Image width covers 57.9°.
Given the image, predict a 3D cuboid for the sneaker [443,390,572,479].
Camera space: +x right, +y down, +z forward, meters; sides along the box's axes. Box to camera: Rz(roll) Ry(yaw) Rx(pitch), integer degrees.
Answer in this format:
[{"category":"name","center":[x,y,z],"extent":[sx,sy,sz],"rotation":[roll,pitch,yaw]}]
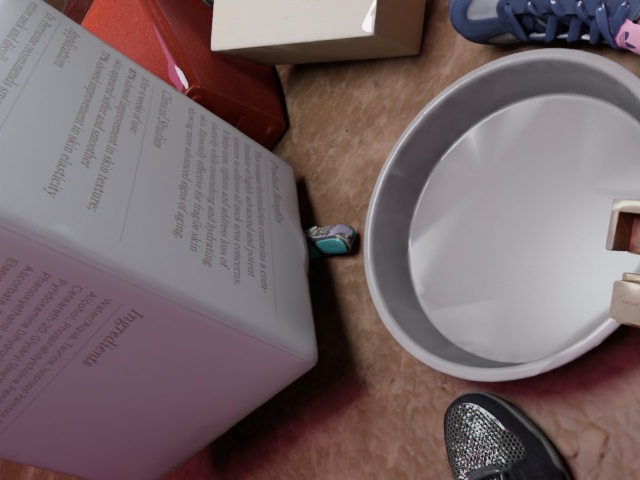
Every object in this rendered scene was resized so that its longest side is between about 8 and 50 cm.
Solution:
[{"category":"sneaker","center":[0.124,0.206,0.398],"extent":[0.087,0.130,0.227],"rotation":[-36,48,31]}]

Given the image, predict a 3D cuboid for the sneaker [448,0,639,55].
[{"category":"sneaker","center":[0.233,-0.199,0.463],"extent":[0.319,0.112,0.131],"rotation":[-4,68,49]}]

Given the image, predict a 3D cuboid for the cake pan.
[{"category":"cake pan","center":[0.162,-0.022,0.510],"extent":[0.293,0.054,0.293],"rotation":[-22,58,41]}]

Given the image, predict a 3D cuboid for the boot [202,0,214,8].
[{"category":"boot","center":[-0.042,-0.403,0.767],"extent":[0.263,0.091,0.229],"rotation":[-36,26,-4]}]

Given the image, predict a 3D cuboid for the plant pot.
[{"category":"plant pot","center":[-0.210,-0.198,0.871],"extent":[0.267,0.267,0.236],"rotation":[-49,56,22]}]

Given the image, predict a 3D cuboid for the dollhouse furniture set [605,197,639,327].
[{"category":"dollhouse furniture set","center":[0.251,0.075,0.334],"extent":[0.161,0.101,0.182],"rotation":[16,100,55]}]

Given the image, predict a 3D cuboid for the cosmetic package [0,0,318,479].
[{"category":"cosmetic package","center":[-0.261,0.018,0.632],"extent":[0.327,0.393,0.329],"rotation":[-42,34,26]}]

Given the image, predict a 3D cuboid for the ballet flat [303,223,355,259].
[{"category":"ballet flat","center":[0.000,0.000,0.704],"extent":[0.114,0.041,0.041],"rotation":[-9,67,46]}]

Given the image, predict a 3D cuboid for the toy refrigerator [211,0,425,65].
[{"category":"toy refrigerator","center":[-0.011,-0.283,0.730],"extent":[0.269,0.102,0.094],"rotation":[10,98,40]}]
